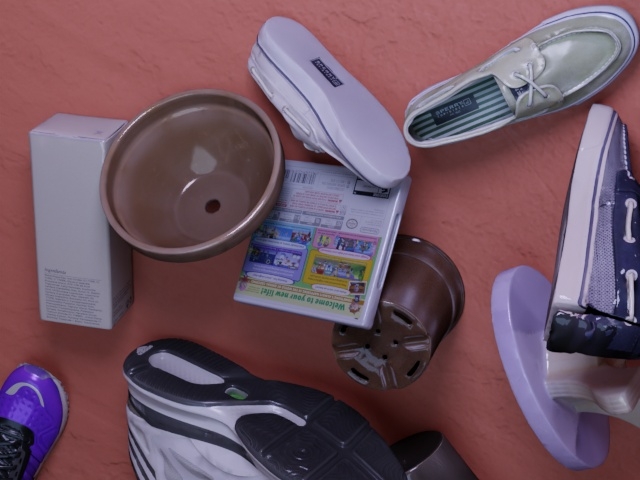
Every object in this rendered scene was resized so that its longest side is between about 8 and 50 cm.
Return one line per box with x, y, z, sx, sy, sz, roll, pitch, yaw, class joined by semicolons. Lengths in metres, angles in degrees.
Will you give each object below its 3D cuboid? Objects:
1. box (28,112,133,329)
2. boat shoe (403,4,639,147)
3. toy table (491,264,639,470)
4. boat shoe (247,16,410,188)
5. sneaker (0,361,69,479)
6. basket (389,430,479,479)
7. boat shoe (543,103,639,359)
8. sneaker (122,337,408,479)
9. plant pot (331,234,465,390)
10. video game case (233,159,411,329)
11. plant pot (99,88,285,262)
-0.318;-0.025;1.744;0.113;0.094;0.275;8;114;11;box
0.236;-0.179;1.540;0.302;0.094;0.109;-26;104;22;boat shoe
0.338;0.146;1.584;0.161;0.252;0.274;-18;115;36;toy table
0.002;-0.152;1.581;0.267;0.096;0.088;48;132;15;boat shoe
-0.458;0.322;1.895;0.102;0.146;0.293;24;116;3;sneaker
0.161;0.388;1.770;0.204;0.154;0.227;-28;99;9;basket
0.353;-0.006;1.468;0.158;0.340;0.127;11;146;8;boat shoe
-0.084;0.328;1.774;0.447;0.169;0.257;25;125;28;sneaker
0.090;0.098;1.654;0.167;0.165;0.167;5;113;12;plant pot
0.000;0.000;1.613;0.212;0.023;0.193;9;79;38;video game case
-0.150;-0.066;1.649;0.237;0.237;0.110;-3;152;15;plant pot
